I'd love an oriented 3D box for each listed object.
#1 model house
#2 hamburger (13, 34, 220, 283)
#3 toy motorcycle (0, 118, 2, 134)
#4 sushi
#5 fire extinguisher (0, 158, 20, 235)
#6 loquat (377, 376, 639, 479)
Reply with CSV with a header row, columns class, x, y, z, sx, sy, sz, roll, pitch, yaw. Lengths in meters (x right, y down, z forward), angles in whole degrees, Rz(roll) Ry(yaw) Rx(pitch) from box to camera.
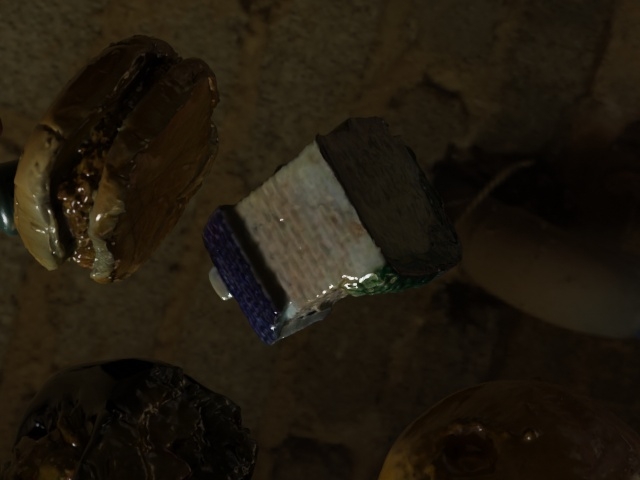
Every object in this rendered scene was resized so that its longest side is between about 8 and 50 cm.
class,x,y,z,sx,sy,sz,roll,pitch,yaw
model house,-0.001,-0.002,1.748,0.284,0.298,0.243,-30,83,25
hamburger,-0.216,-0.080,1.368,0.259,0.145,0.283,-57,-12,-29
toy motorcycle,-0.319,-0.010,0.684,0.089,0.298,0.171,50,125,23
sushi,-0.198,0.224,1.243,0.204,0.213,0.200,-34,11,48
fire extinguisher,-0.320,-0.062,1.553,0.118,0.295,0.093,-125,24,-54
loquat,0.209,0.306,1.340,0.328,0.329,0.328,-18,67,49
